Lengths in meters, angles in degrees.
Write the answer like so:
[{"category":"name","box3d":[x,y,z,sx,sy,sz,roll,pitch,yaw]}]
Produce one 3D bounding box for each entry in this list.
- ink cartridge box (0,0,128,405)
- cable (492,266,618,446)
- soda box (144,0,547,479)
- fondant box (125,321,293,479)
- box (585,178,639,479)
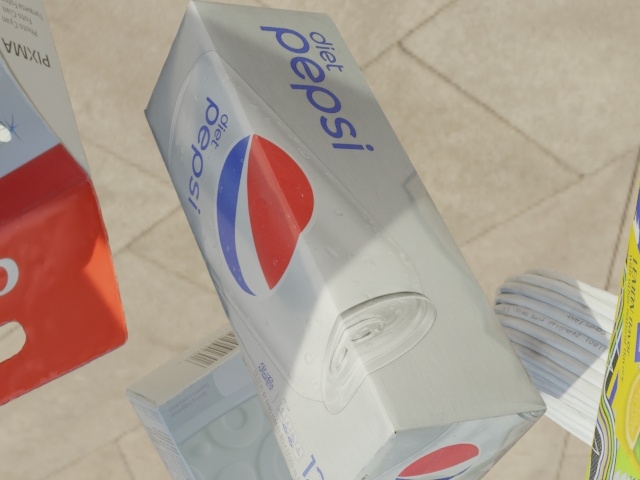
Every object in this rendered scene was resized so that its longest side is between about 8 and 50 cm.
[{"category":"ink cartridge box","box3d":[-0.332,-0.046,0.872,0.308,0.385,0.091,-26,161,22]},{"category":"cable","box3d":[0.234,0.113,0.835,0.257,0.089,0.257,28,173,44]},{"category":"soda box","box3d":[0.000,0.000,0.603,0.098,0.286,0.091,-2,141,-33]},{"category":"fondant box","box3d":[-0.013,0.230,1.145,0.096,0.238,0.330,7,125,59]},{"category":"box","box3d":[0.123,0.027,0.338,0.054,0.059,0.169,5,104,-7]}]
